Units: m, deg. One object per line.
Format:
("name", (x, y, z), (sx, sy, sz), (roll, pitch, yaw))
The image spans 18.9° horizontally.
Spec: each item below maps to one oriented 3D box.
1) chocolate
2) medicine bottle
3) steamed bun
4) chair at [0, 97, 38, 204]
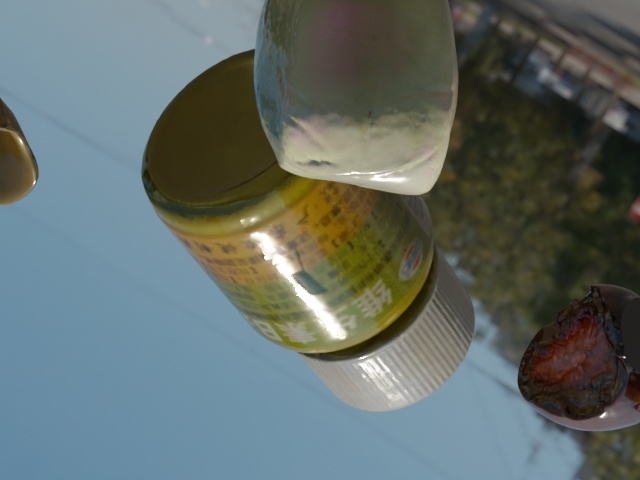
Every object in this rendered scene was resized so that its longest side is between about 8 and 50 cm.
("chocolate", (0.238, 0.106, 1.686), (0.133, 0.124, 0.127), (-9, 122, 45))
("medicine bottle", (0.000, 0.000, 1.970), (0.224, 0.224, 0.384), (40, 172, 46))
("steamed bun", (0.036, -0.158, 1.578), (0.170, 0.152, 0.238), (7, -139, -10))
("chair", (-0.409, -0.152, 1.995), (0.172, 0.159, 0.246), (-7, -108, -50))
